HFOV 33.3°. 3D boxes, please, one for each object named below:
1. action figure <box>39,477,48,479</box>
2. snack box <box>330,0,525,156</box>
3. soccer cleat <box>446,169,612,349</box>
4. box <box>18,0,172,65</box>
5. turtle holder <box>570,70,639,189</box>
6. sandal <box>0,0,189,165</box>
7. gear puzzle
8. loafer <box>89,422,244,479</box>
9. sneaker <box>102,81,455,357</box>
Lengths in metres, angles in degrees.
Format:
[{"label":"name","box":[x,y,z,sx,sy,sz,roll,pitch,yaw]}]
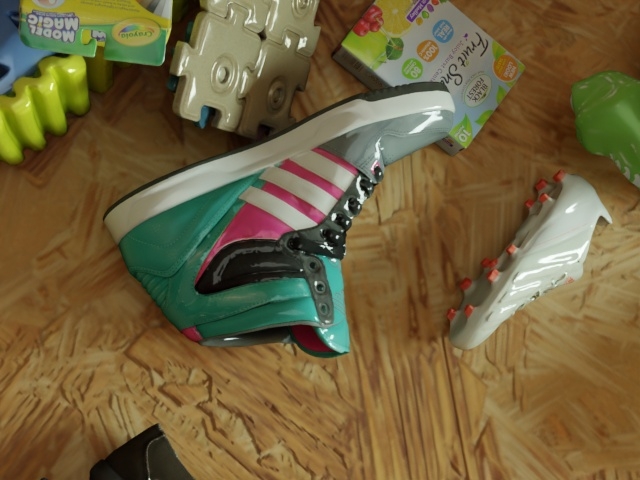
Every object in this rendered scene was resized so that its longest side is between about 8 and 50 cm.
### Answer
[{"label":"action figure","box":[-0.125,0.299,0.751,0.276,0.164,0.141,36,54,3]},{"label":"snack box","box":[0.095,-0.157,0.939,0.141,0.037,0.100,39,75,-6]},{"label":"soccer cleat","box":[0.184,0.025,0.921,0.076,0.068,0.196,42,71,-8]},{"label":"box","box":[-0.155,-0.205,0.765,0.105,0.043,0.179,7,67,-13]},{"label":"turtle holder","box":[0.398,-0.140,0.939,0.320,0.243,0.227,-33,72,22]},{"label":"sandal","box":[-0.205,-0.180,0.829,0.138,0.126,0.317,41,65,-3]},{"label":"gear puzzle","box":[-0.041,-0.248,0.836,0.044,0.175,0.338,17,94,30]},{"label":"loafer","box":[-0.070,0.220,0.813,0.220,0.080,0.078,40,74,-5]},{"label":"sneaker","box":[0.000,0.000,0.842,0.296,0.124,0.178,-24,83,-9]}]
